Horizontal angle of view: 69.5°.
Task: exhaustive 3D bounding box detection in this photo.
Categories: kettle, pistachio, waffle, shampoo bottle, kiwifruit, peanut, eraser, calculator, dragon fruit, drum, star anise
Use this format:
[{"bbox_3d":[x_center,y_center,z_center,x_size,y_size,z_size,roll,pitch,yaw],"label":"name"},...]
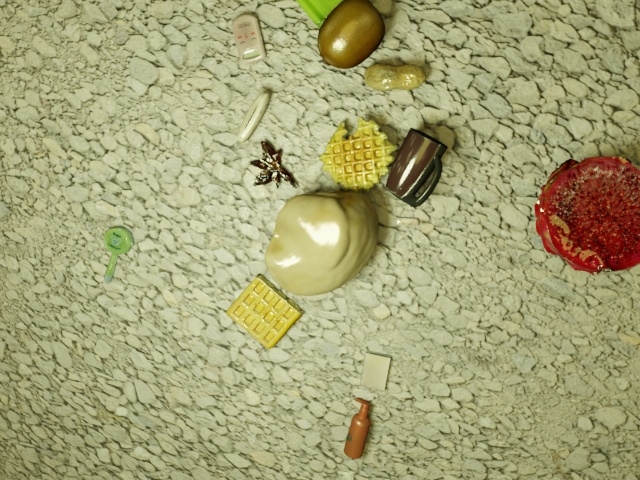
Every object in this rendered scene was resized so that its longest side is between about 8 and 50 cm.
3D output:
[{"bbox_3d":[0.334,-0.241,1.589,0.202,0.144,0.232,45,118,39],"label":"kettle"},{"bbox_3d":[0.000,0.000,1.634,0.445,0.281,0.365,-43,103,10],"label":"pistachio"},{"bbox_3d":[0.133,-0.301,1.637,0.250,0.056,0.261,41,110,13],"label":"waffle"},{"bbox_3d":[0.157,0.766,1.885,0.085,0.085,0.244,12,102,7],"label":"shampoo bottle"},{"bbox_3d":[0.095,-0.675,1.519,0.196,0.196,0.234,46,112,-2],"label":"kiwifruit"},{"bbox_3d":[0.253,-0.555,1.576,0.214,0.099,0.099,3,103,3],"label":"peanut"},{"bbox_3d":[-0.007,-0.876,1.546,0.210,0.092,0.274,-37,93,16],"label":"eraser"},{"bbox_3d":[-0.256,-0.715,1.653,0.100,0.032,0.175,-11,101,12],"label":"calculator"},{"bbox_3d":[0.876,-0.073,1.495,0.386,0.249,0.371,7,88,4],"label":"dragon fruit"},{"bbox_3d":[0.220,0.521,1.848,0.104,0.023,0.150,10,104,8],"label":"eraser"},{"bbox_3d":[-0.226,0.289,1.857,0.248,0.055,0.221,40,105,-1],"label":"waffle"},{"bbox_3d":[-0.837,0.066,1.917,0.130,0.049,0.253,9,104,8],"label":"drum"},{"bbox_3d":[-0.193,-0.267,1.731,0.157,0.053,0.212,-21,100,13],"label":"star anise"}]

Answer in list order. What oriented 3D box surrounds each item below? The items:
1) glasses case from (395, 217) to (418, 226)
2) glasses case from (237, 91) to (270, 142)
[{"bbox_3d":[0.319,-0.068,1.702,0.083,0.021,0.032,4,105,9],"label":"glasses case"},{"bbox_3d":[-0.244,-0.449,1.686,0.051,0.081,0.204,33,107,0],"label":"glasses case"}]
